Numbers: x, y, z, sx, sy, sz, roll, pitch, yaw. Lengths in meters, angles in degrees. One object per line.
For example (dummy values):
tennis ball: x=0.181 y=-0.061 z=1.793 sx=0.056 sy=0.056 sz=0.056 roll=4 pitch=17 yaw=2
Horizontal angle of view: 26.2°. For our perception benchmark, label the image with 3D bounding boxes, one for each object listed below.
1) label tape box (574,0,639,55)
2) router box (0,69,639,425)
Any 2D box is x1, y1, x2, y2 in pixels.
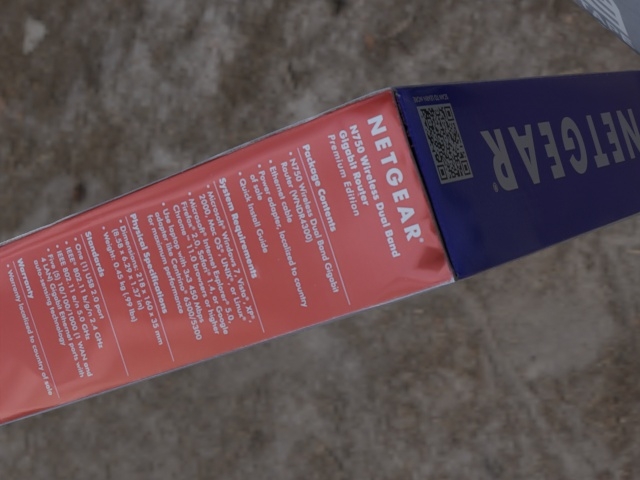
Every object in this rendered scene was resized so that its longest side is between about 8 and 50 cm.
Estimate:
label tape box: x=0.121 y=-0.172 z=0.210 sx=0.240 sy=0.333 sz=0.106 roll=-43 pitch=63 yaw=3
router box: x=0.000 y=0.000 z=0.735 sx=0.301 sy=0.335 sz=0.082 roll=-19 pitch=88 yaw=30
